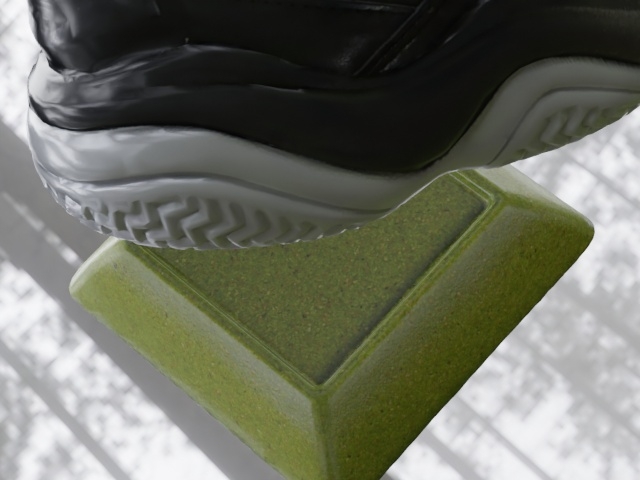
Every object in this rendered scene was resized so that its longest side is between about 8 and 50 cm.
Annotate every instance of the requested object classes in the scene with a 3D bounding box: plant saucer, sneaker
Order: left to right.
[{"bbox_3d":[0.000,0.000,0.853,0.188,0.188,0.045,-46,-25,-14],"label":"plant saucer"},{"bbox_3d":[0.049,-0.110,0.392,0.268,0.101,0.153,-24,-59,-20],"label":"sneaker"}]
